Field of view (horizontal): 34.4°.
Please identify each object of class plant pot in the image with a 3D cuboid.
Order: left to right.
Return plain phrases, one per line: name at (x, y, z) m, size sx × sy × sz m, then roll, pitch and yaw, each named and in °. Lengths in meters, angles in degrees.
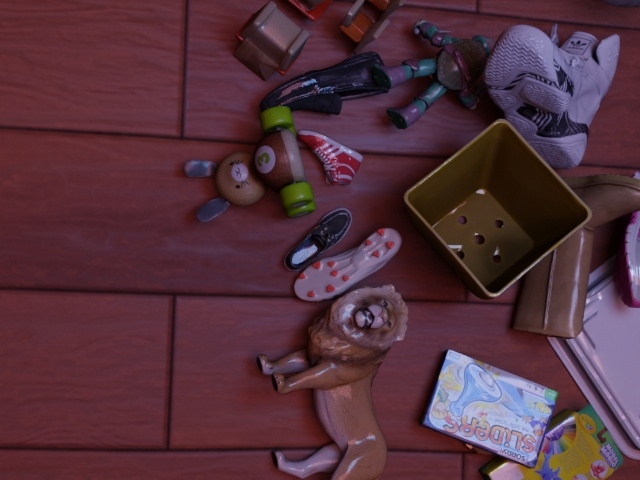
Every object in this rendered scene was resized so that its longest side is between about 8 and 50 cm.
plant pot at (0.271, -0.027, 1.669) m, size 0.212 × 0.187 × 0.212 m, roll -38°, pitch 77°, yaw -10°

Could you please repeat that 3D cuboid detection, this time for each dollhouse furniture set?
dollhouse furniture set at (-0.028, -0.394, 1.680) m, size 0.262 × 0.135 × 0.259 m, roll 39°, pitch 70°, yaw -9°

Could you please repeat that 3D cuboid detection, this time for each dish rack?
dish rack at (0.580, 0.190, 1.810) m, size 0.285 × 0.072 × 0.333 m, roll -36°, pitch 95°, yaw -10°

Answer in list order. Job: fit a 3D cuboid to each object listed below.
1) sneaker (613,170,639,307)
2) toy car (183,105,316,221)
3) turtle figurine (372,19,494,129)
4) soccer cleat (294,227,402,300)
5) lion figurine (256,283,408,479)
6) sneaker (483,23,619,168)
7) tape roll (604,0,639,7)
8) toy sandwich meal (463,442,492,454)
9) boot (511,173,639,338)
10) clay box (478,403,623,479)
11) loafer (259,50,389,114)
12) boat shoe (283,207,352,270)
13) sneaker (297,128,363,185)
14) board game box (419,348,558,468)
sneaker at (0.565, 0.000, 1.748) m, size 0.111 × 0.103 × 0.252 m, roll 11°, pitch 65°, yaw 10°
toy car at (-0.117, -0.104, 1.636) m, size 0.188 × 0.149 × 0.155 m, roll -15°, pitch 80°, yaw 0°
turtle figurine at (0.206, -0.287, 1.704) m, size 0.234 × 0.118 × 0.175 m, roll -31°, pitch 97°, yaw -18°
soccer cleat at (0.049, 0.045, 1.701) m, size 0.196 × 0.076 × 0.068 m, roll -30°, pitch 73°, yaw 6°
lion figurine at (0.039, 0.272, 1.673) m, size 0.240 × 0.142 × 0.392 m, roll -11°, pitch 105°, yaw -20°
sneaker at (0.377, -0.283, 1.669) m, size 0.137 × 0.366 × 0.210 m, roll 17°, pitch 73°, yaw 29°
tape roll at (0.564, -0.539, 1.771) m, size 0.246 × 0.169 × 0.246 m, roll 0°, pitch 88°, yaw -12°
toy sandwich meal at (0.278, 0.327, 1.762) m, size 0.085 × 0.029 × 0.086 m, roll 4°, pitch 79°, yaw -18°
boot at (0.437, 0.032, 1.710) m, size 0.089 × 0.236 × 0.270 m, roll 16°, pitch 82°, yaw -31°
clay box at (0.397, 0.387, 1.772) m, size 0.222 × 0.053 × 0.127 m, roll -31°, pitch 93°, yaw -12°
loafer at (0.010, -0.241, 1.690) m, size 0.223 × 0.076 × 0.078 m, roll -22°, pitch 86°, yaw -16°
boat shoe at (0.000, 0.000, 1.701) m, size 0.142 × 0.040 × 0.049 m, roll -43°, pitch 97°, yaw -10°
sneaker at (0.008, -0.133, 1.705) m, size 0.118 × 0.042 × 0.067 m, roll 24°, pitch 81°, yaw -13°
board game box at (0.282, 0.282, 1.731) m, size 0.201 × 0.035 × 0.136 m, roll 21°, pitch 76°, yaw 0°
